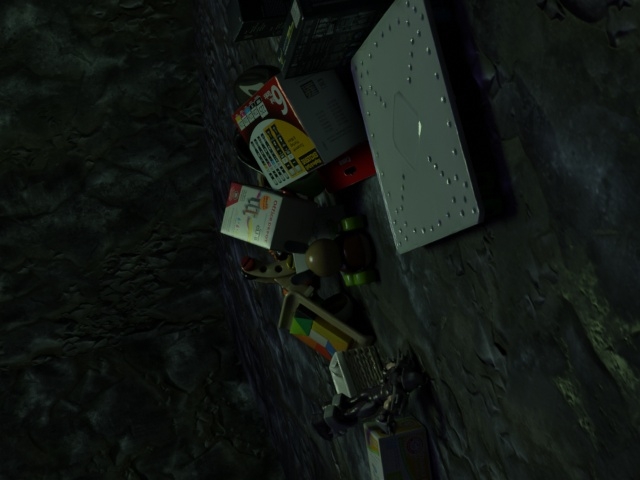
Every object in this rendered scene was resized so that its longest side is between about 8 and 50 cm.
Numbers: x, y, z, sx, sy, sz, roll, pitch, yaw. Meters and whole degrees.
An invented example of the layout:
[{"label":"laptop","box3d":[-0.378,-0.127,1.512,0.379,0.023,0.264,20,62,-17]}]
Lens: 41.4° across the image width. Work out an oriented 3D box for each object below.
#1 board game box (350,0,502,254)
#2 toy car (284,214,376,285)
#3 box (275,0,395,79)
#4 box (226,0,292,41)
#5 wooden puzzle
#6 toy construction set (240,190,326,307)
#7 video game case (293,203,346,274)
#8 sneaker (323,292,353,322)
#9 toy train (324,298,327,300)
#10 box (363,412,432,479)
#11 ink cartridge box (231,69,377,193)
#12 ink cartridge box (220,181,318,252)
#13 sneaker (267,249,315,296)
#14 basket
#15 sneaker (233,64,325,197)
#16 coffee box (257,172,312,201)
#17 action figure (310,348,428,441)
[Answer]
[{"label":"board game box","box3d":[0.167,-0.192,1.447,0.390,0.050,0.389,148,109,-74]},{"label":"toy car","box3d":[0.013,0.039,1.933,0.149,0.189,0.154,162,96,-75]},{"label":"box","box3d":[0.026,-0.388,1.555,0.232,0.184,0.059,124,130,-71]},{"label":"box","box3d":[-0.138,-0.562,2.079,0.156,0.158,0.093,164,94,-75]},{"label":"wooden puzzle","box3d":[0.005,0.234,2.114,0.239,0.044,0.221,29,151,8]},{"label":"toy construction set","box3d":[-0.042,0.040,2.169,0.237,0.257,0.308,42,147,20]},{"label":"video game case","box3d":[0.000,0.000,2.047,0.019,0.143,0.157,-73,-27,-76]},{"label":"sneaker","box3d":[0.040,0.217,2.223,0.123,0.106,0.290,47,159,-6]},{"label":"toy train","box3d":[0.008,0.194,2.405,0.083,0.024,0.017,99,155,-53]},{"label":"box","box3d":[0.173,0.496,1.847,0.103,0.114,0.203,-155,54,-74]},{"label":"ink cartridge box","box3d":[-0.032,-0.215,1.808,0.271,0.130,0.309,60,157,-4]},{"label":"ink cartridge box","box3d":[-0.119,-0.053,1.976,0.176,0.127,0.128,18,96,39]},{"label":"sneaker","box3d":[-0.106,0.069,2.534,0.321,0.125,0.180,-137,38,-65]},{"label":"basket","box3d":[0.098,0.349,2.036,0.113,0.103,0.167,106,149,-61]},{"label":"sneaker","box3d":[-0.132,-0.297,2.137,0.482,0.202,0.185,60,142,43]},{"label":"coffee box","box3d":[-0.101,-0.146,2.351,0.297,0.119,0.168,95,159,-49]},{"label":"action figure","box3d":[0.117,0.337,1.798,0.099,0.285,0.185,48,-144,-16]}]
